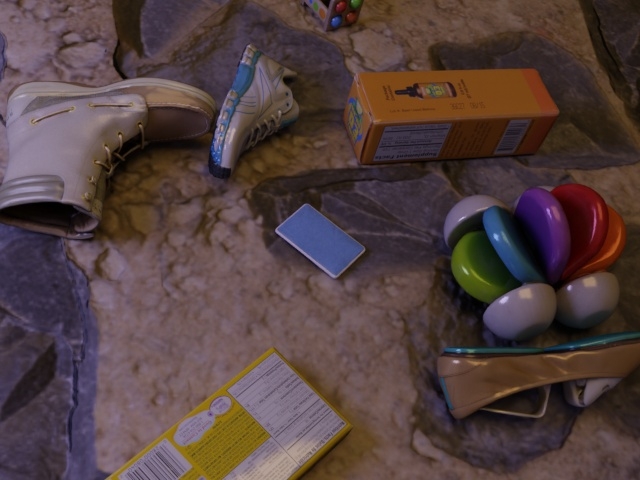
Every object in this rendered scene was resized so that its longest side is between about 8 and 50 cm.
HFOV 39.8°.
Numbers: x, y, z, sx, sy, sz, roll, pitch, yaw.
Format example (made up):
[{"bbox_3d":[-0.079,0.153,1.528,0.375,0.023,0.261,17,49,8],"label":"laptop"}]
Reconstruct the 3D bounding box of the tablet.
[{"bbox_3d":[0.000,0.000,0.916,0.083,0.006,0.054,38,55,15],"label":"tablet"}]

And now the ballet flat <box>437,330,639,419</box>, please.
[{"bbox_3d":[0.221,0.131,0.849,0.232,0.080,0.073,-3,84,-14],"label":"ballet flat"}]

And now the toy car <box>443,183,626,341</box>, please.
[{"bbox_3d":[0.223,0.004,0.888,0.182,0.136,0.159,-8,58,-19],"label":"toy car"}]

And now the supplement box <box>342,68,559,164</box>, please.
[{"bbox_3d":[0.148,-0.144,1.015,0.233,0.080,0.078,-3,55,-18],"label":"supplement box"}]

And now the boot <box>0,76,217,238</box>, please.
[{"bbox_3d":[-0.209,-0.082,0.878,0.213,0.077,0.165,-1,54,-7],"label":"boot"}]

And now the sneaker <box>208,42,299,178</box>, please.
[{"bbox_3d":[-0.067,-0.137,0.962,0.083,0.071,0.191,20,52,-7],"label":"sneaker"}]

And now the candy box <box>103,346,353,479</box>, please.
[{"bbox_3d":[-0.079,0.187,0.747,0.206,0.027,0.105,-36,72,-32],"label":"candy box"}]

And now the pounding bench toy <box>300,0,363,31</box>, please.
[{"bbox_3d":[0.030,-0.310,1.120,0.083,0.052,0.065,-25,64,-28],"label":"pounding bench toy"}]
